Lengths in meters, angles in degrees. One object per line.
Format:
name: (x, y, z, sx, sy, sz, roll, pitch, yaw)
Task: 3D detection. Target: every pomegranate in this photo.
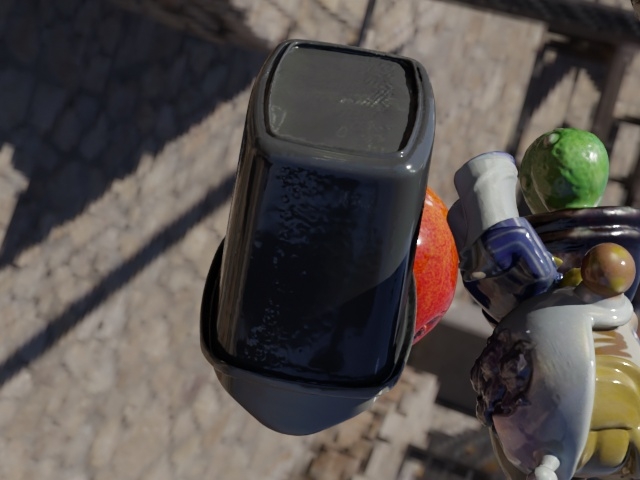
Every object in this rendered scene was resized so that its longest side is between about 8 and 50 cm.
pomegranate: (0.026, 0.006, 1.627, 0.221, 0.257, 0.221, -45, 179, -1)

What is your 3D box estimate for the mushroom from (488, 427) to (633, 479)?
mushroom: (0.221, 0.183, 1.447, 0.141, 0.117, 0.188, -97, 165, -80)

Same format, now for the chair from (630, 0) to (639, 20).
chair: (0.315, 0.011, 0.354, 0.240, 0.416, 0.203, -42, 141, 1)

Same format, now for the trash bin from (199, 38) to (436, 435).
trash bin: (0.000, 0.000, 1.259, 0.209, 0.182, 0.290, -79, 178, -52)

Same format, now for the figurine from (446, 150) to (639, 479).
figurine: (0.159, 0.052, 1.117, 0.194, 0.133, 0.274, 124, -46, -65)

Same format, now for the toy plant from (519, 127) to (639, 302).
toy plant: (0.298, -0.030, 1.806, 0.218, 0.176, 0.235, 63, 21, -80)
